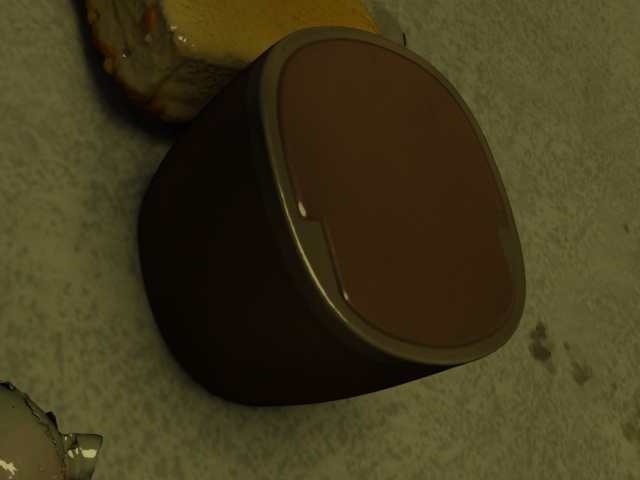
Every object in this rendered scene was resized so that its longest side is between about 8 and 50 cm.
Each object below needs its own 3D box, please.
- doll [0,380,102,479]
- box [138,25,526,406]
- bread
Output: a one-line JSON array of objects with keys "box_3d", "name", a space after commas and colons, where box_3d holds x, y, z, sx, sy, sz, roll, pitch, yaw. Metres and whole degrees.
[{"box_3d": [-0.232, 0.155, 0.768, 0.149, 0.095, 0.192, 23, 35, -2], "name": "doll"}, {"box_3d": [0.000, 0.000, 1.006, 0.301, 0.216, 0.300, 24, 51, -33], "name": "box"}, {"box_3d": [-0.076, -0.193, 1.104, 0.275, 0.114, 0.184, 2, 55, -45], "name": "bread"}]
